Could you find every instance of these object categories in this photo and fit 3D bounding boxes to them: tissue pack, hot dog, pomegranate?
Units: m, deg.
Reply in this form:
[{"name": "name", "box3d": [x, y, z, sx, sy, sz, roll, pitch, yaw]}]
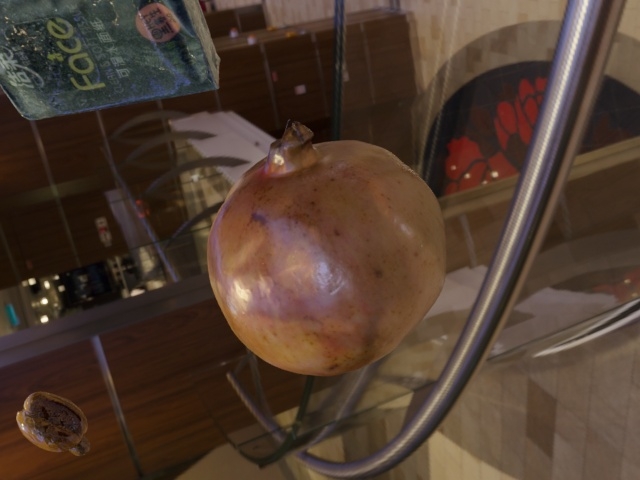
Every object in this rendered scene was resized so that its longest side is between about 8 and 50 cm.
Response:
[{"name": "tissue pack", "box3d": [-0.324, -0.299, 0.931, 0.228, 0.315, 0.103, 74, -170, -53]}, {"name": "hot dog", "box3d": [-0.464, 0.326, 1.145, 0.060, 0.140, 0.090, -39, 27, 54]}, {"name": "pomegranate", "box3d": [0.000, 0.000, 0.857, 0.338, 0.338, 0.338, 163, 90, -71]}]
